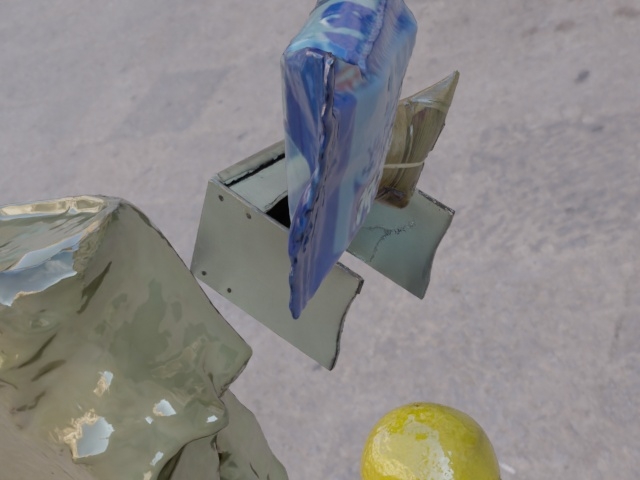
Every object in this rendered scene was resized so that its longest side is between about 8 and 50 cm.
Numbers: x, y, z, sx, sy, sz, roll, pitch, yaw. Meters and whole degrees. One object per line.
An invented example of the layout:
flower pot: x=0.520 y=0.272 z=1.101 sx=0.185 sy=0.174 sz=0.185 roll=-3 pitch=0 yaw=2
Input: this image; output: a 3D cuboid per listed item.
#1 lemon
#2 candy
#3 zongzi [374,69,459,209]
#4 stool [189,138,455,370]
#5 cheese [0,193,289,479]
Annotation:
lemon: x=0.151 y=0.308 z=1.321 sx=0.203 sy=0.178 sz=0.178 roll=10 pitch=49 yaw=23
candy: x=0.021 y=-0.106 z=0.703 sx=0.077 sy=0.187 sz=0.331 roll=11 pitch=34 yaw=8
zongzi: x=0.059 y=-0.136 z=1.080 sx=0.081 sy=0.189 sz=0.178 roll=40 pitch=106 yaw=44
stool: x=0.000 y=0.000 z=1.372 sx=0.270 sy=0.170 sz=0.244 roll=33 pitch=39 yaw=22
cheese: x=-0.091 y=0.070 z=0.391 sx=0.175 sy=0.202 sz=0.091 roll=-10 pitch=36 yaw=42
